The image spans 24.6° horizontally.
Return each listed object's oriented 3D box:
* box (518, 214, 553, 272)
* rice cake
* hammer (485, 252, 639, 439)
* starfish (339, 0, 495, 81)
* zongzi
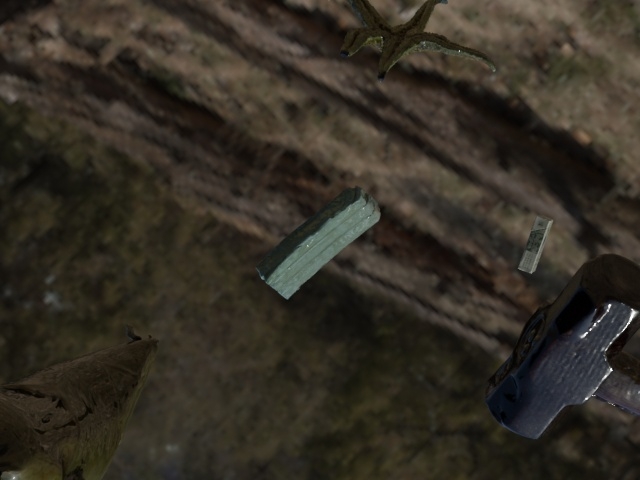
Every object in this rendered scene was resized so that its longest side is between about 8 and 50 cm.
[{"bbox_3d":[0.317,0.005,2.157,0.024,0.083,0.054,21,-173,15],"label":"box"},{"bbox_3d":[0.000,0.000,2.265,0.038,0.211,0.124,53,-176,24],"label":"rice cake"},{"bbox_3d":[0.413,0.197,1.693,0.408,0.095,0.242,29,127,-9],"label":"hammer"},{"bbox_3d":[0.095,-0.228,1.642,0.216,0.223,0.050,20,128,21],"label":"starfish"},{"bbox_3d":[-0.289,0.177,1.524,0.181,0.418,0.447,37,153,6],"label":"zongzi"}]
